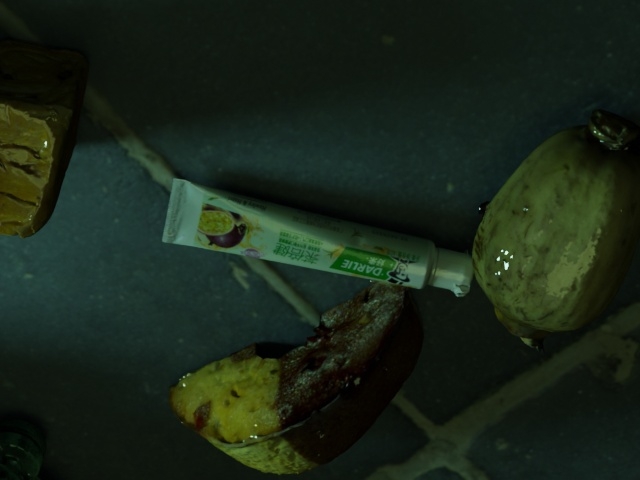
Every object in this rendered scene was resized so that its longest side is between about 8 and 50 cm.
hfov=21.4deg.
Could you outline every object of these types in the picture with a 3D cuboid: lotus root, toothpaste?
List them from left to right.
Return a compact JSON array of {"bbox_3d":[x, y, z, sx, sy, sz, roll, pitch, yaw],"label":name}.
[{"bbox_3d":[0.000,0.000,1.714,0.314,0.056,0.058,11,80,-4],"label":"toothpaste"},{"bbox_3d":[0.231,-0.006,1.661,0.154,0.140,0.257,32,112,26],"label":"lotus root"}]

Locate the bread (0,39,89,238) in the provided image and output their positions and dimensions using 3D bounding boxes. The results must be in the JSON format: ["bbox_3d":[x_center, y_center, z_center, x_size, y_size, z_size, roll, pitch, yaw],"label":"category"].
[{"bbox_3d":[-0.304,-0.100,1.582,0.149,0.158,0.143,11,123,-3],"label":"bread"}]

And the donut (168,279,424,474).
[{"bbox_3d":[-0.006,0.165,1.763,0.295,0.151,0.112,-29,128,16],"label":"donut"}]

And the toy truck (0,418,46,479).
[{"bbox_3d":[-0.334,0.322,1.854,0.156,0.155,0.279,-26,120,25],"label":"toy truck"}]
